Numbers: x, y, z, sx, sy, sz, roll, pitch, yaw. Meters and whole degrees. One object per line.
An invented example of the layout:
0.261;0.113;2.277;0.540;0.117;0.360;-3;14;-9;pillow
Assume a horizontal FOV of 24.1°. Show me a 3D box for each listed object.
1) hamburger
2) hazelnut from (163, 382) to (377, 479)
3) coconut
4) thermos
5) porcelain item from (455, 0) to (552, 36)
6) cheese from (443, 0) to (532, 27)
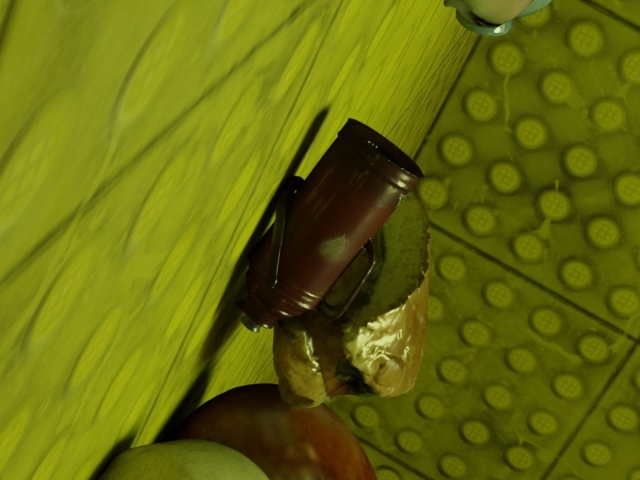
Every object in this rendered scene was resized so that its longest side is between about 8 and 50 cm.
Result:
0.042;0.084;1.682;0.330;0.162;0.209;-81;171;-56;hamburger
-0.083;0.343;1.710;0.372;0.315;0.372;-38;-157;19;hazelnut
-0.131;0.290;1.388;0.224;0.224;0.224;-60;176;-8;coconut
0.000;0.001;1.486;0.232;0.124;0.099;-54;170;13;thermos
0.212;-0.344;1.613;0.141;0.141;0.259;-55;165;-52;porcelain item
0.203;-0.350;1.471;0.163;0.082;0.286;12;110;-57;cheese
